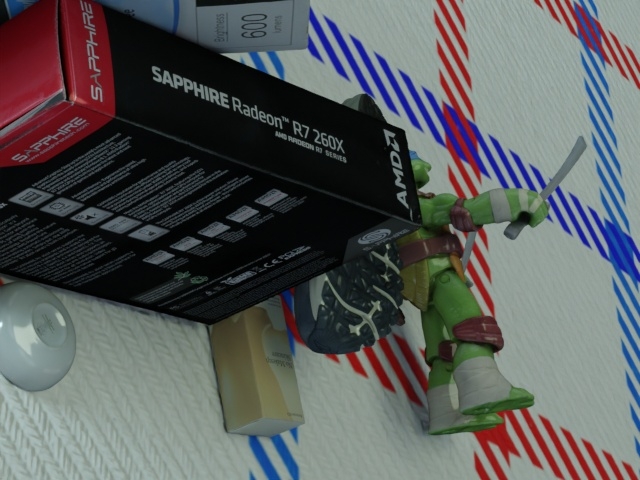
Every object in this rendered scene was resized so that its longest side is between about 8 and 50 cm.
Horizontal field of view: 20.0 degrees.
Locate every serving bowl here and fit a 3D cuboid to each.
[{"bbox_3d":[-0.206,0.066,1.314,0.083,0.027,0.083,33,45,-40],"label":"serving bowl"}]

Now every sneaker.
[{"bbox_3d":[0.000,0.000,1.572,0.110,0.122,0.283,54,28,-33],"label":"sneaker"}]

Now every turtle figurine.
[{"bbox_3d":[0.161,0.037,1.711,0.274,0.197,0.266,10,65,-49],"label":"turtle figurine"}]

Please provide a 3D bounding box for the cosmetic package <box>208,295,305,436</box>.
[{"bbox_3d":[-0.054,0.101,1.498,0.060,0.041,0.115,13,59,-52],"label":"cosmetic package"}]

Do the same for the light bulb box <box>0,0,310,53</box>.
[{"bbox_3d":[-0.188,-0.281,1.123,0.358,0.361,0.225,94,-8,-70],"label":"light bulb box"}]

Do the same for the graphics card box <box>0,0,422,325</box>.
[{"bbox_3d":[-0.127,-0.044,1.304,0.371,0.232,0.094,18,54,-47],"label":"graphics card box"}]
